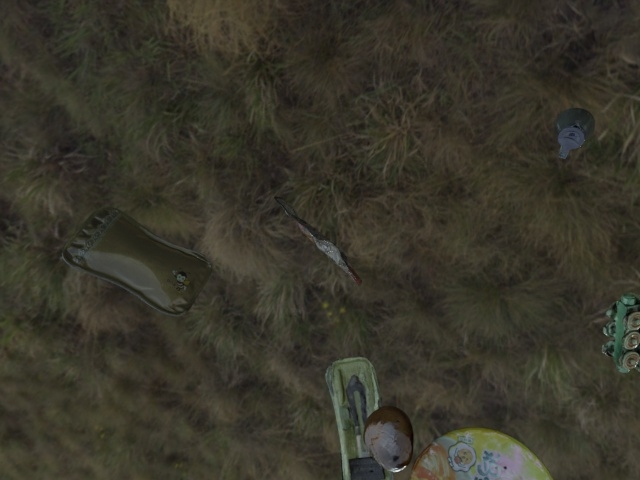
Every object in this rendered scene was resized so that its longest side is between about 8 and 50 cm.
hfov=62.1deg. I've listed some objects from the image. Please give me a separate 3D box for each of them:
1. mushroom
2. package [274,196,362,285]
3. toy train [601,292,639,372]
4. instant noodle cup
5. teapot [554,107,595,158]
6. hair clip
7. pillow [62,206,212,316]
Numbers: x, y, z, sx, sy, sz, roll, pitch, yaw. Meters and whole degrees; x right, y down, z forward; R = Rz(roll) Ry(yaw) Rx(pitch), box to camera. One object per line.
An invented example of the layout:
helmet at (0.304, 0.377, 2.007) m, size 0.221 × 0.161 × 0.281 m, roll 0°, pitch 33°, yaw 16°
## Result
mushroom at (0.122, 0.364, 0.976) m, size 0.052 × 0.123 × 0.123 m, roll 7°, pitch 144°, yaw -33°
package at (0.000, 0.000, 1.109) m, size 0.239 × 0.030 × 0.154 m, roll 44°, pitch 179°, yaw 11°
toy train at (0.719, 0.206, 1.210) m, size 0.125 × 0.081 × 0.194 m, roll -10°, pitch 110°, yaw -11°
instant noodle cup at (0.297, 0.498, 0.974) m, size 0.264 × 0.264 × 0.200 m, roll 5°, pitch 149°, yaw 20°
teapot at (0.443, -0.185, 0.942) m, size 0.066 × 0.057 × 0.088 m, roll 22°, pitch 138°, yaw 16°
hair clip at (0.099, 0.450, 1.319) m, size 0.138 × 0.321 × 0.091 m, roll -8°, pitch 172°, yaw 3°
pillow at (-0.291, 0.034, 0.856) m, size 0.217 × 0.130 × 0.033 m, roll 31°, pitch 142°, yaw -5°
